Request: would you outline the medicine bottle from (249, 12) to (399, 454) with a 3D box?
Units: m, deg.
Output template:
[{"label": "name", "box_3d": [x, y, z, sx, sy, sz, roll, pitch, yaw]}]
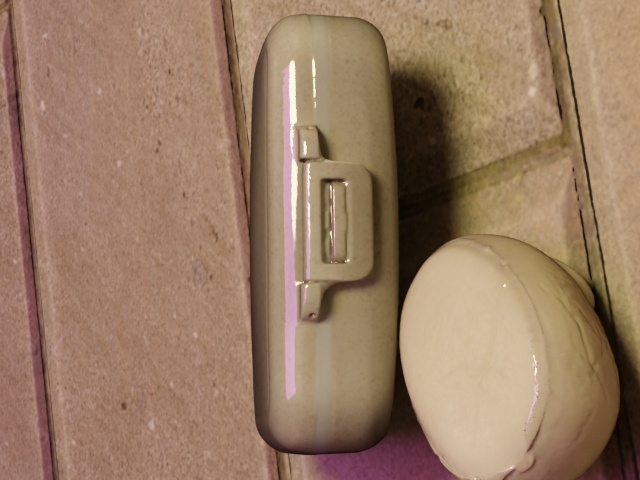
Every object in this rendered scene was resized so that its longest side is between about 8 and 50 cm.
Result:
[{"label": "medicine bottle", "box_3d": [0.000, 0.000, 1.553, 0.282, 0.123, 0.375, 128, 143, -82]}]

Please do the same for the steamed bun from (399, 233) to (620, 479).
[{"label": "steamed bun", "box_3d": [0.158, 0.098, 1.409, 0.177, 0.131, 0.228, -60, 38, 30]}]
